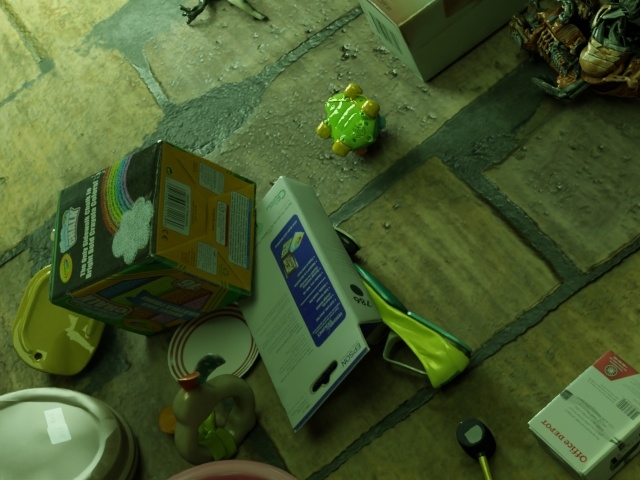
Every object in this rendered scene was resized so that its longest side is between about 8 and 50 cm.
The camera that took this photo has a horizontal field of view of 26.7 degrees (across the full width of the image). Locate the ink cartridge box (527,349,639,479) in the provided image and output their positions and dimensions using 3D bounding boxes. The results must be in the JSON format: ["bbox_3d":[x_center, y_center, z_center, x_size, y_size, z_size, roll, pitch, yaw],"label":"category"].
[{"bbox_3d":[0.325,0.210,1.564,0.135,0.056,0.099,-40,49,-7],"label":"ink cartridge box"}]

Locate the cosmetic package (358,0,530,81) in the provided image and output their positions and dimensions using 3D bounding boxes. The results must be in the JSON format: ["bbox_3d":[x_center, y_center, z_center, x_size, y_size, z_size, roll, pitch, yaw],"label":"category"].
[{"bbox_3d":[0.215,-0.394,2.011,0.296,0.129,0.153,-37,48,-5],"label":"cosmetic package"}]

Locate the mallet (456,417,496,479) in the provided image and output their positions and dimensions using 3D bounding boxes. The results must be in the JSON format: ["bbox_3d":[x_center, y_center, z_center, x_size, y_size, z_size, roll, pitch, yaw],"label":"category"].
[{"bbox_3d":[0.198,0.292,1.558,0.039,0.062,0.189,-22,50,11],"label":"mallet"}]

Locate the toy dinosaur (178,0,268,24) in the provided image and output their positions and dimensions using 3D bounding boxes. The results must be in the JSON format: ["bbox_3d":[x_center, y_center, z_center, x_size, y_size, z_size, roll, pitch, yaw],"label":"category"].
[{"bbox_3d":[-0.197,-0.434,2.280,0.118,0.064,0.268,-28,52,-5],"label":"toy dinosaur"}]

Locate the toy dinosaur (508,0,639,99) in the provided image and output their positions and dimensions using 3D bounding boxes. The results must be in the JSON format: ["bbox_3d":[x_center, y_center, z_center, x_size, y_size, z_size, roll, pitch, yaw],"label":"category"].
[{"bbox_3d":[0.410,-0.270,1.851,0.322,0.164,0.218,35,90,20],"label":"toy dinosaur"}]

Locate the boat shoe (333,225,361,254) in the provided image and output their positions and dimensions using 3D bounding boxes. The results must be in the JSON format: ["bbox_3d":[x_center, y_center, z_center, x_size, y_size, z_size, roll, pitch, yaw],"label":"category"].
[{"bbox_3d":[0.001,0.001,1.874,0.133,0.049,0.042,17,60,41],"label":"boat shoe"}]

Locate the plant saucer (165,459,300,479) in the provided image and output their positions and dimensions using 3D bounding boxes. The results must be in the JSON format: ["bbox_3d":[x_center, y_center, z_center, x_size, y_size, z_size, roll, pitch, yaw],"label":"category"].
[{"bbox_3d":[-0.117,0.425,1.594,0.332,0.084,0.332,-13,53,17],"label":"plant saucer"}]

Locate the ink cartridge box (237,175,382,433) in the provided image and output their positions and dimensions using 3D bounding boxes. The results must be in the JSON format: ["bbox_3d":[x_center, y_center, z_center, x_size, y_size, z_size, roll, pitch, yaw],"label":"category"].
[{"bbox_3d":[-0.022,0.083,1.771,0.165,0.065,0.332,-49,43,25],"label":"ink cartridge box"}]

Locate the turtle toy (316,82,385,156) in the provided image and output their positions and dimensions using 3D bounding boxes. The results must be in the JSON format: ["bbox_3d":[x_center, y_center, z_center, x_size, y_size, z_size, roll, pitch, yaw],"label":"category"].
[{"bbox_3d":[0.046,-0.176,1.970,0.095,0.066,0.130,-53,45,14],"label":"turtle toy"}]

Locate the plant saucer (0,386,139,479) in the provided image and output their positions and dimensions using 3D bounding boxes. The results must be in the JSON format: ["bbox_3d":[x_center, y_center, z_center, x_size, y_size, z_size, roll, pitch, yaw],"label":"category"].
[{"bbox_3d":[-0.379,0.283,1.772,0.278,0.041,0.278,-1,35,1],"label":"plant saucer"}]

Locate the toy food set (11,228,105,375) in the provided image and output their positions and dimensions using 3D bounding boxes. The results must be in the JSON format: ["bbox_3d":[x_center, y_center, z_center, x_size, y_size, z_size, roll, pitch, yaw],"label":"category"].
[{"bbox_3d":[-0.365,0.104,1.964,0.128,0.071,0.217,13,62,5],"label":"toy food set"}]

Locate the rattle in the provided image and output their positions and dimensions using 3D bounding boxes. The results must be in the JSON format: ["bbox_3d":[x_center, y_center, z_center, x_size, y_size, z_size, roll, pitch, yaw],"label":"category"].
[{"bbox_3d":[-0.169,0.189,1.714,0.130,0.199,0.142,-37,49,-4],"label":"rattle"}]

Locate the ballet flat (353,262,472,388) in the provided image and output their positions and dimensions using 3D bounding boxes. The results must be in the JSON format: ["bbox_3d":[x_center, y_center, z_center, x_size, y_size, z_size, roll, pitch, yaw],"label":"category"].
[{"bbox_3d":[0.094,0.112,1.737,0.231,0.077,0.077,37,90,38],"label":"ballet flat"}]

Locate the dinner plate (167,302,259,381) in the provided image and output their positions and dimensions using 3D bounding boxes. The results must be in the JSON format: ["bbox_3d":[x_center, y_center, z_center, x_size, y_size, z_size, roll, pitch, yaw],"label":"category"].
[{"bbox_3d":[-0.143,0.147,1.854,0.141,0.017,0.141,-13,52,17],"label":"dinner plate"}]

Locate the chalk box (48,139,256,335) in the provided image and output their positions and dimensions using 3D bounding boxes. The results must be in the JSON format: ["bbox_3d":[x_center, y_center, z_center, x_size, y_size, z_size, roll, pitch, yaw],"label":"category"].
[{"bbox_3d":[-0.250,0.012,1.858,0.289,0.179,0.180,-21,57,40],"label":"chalk box"}]
